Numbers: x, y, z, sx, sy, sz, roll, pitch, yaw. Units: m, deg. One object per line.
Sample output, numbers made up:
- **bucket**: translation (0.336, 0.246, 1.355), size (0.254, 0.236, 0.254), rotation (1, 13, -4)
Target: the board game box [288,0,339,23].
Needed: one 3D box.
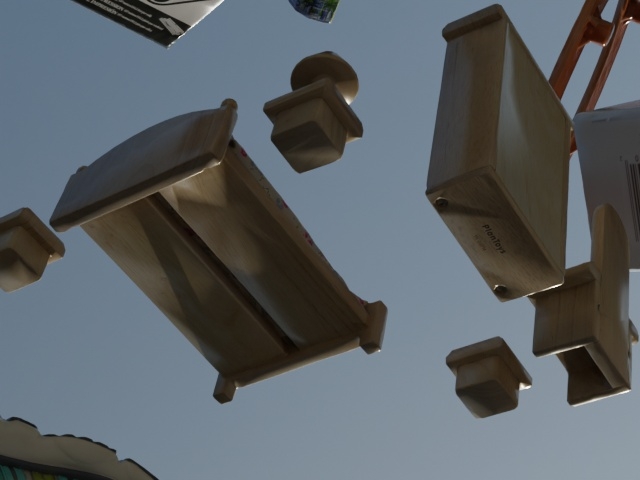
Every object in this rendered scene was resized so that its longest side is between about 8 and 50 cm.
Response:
- **board game box**: translation (0.004, -0.327, 1.343), size (0.060, 0.194, 0.194), rotation (9, -138, -16)

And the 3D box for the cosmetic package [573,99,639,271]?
- **cosmetic package**: translation (0.490, -0.092, 1.525), size (0.453, 0.230, 0.161), rotation (-15, -82, -40)

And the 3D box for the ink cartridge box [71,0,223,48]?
- **ink cartridge box**: translation (-0.151, -0.203, 0.977), size (0.207, 0.097, 0.046), rotation (24, -133, -35)

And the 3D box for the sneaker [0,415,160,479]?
- **sneaker**: translation (-0.189, 0.173, 0.913), size (0.275, 0.107, 0.110), rotation (26, -133, -21)

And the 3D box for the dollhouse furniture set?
- **dollhouse furniture set**: translation (0.000, 0.000, 1.080), size (0.303, 0.355, 0.174), rotation (52, -147, -31)

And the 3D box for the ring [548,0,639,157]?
- **ring**: translation (0.246, -0.139, 1.407), size (0.032, 0.336, 0.336), rotation (25, -126, 14)
